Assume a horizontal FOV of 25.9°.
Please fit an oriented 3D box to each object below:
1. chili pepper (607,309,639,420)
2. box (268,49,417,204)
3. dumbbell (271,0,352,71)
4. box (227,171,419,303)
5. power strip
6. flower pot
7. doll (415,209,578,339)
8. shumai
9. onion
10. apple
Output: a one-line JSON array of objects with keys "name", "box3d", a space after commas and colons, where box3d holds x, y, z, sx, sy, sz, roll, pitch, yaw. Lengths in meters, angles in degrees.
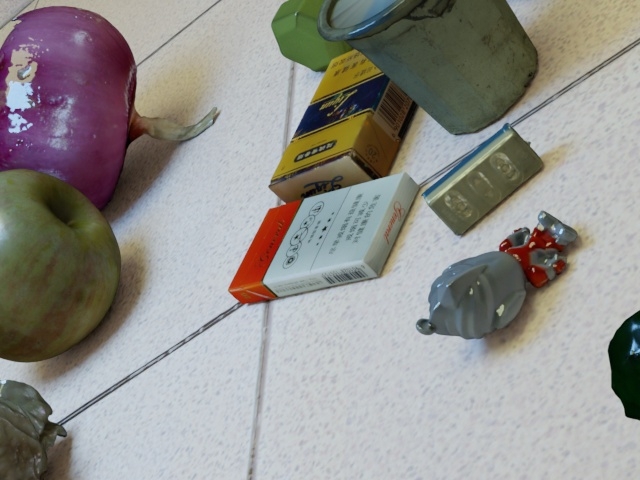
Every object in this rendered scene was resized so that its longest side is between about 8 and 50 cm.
[{"name": "chili pepper", "box3d": [0.319, 0.091, 0.905, 0.165, 0.174, 0.261, -34, 13, -39]}, {"name": "box", "box3d": [0.044, -0.152, 1.757, 0.152, 0.070, 0.237, -17, 37, 45]}, {"name": "dumbbell", "box3d": [0.030, -0.384, 2.052, 0.108, 0.121, 0.302, 8, 53, 24]}, {"name": "box", "box3d": [0.000, 0.000, 1.640, 0.245, 0.035, 0.139, -16, 40, 47]}, {"name": "power strip", "box3d": [0.170, -0.064, 1.453, 0.123, 0.056, 0.032, -40, 25, 11]}, {"name": "flower pot", "box3d": [0.140, -0.244, 1.586, 0.212, 0.202, 0.212, -36, 28, 23]}, {"name": "doll", "box3d": [0.165, 0.037, 1.309, 0.180, 0.079, 0.094, -37, 49, -9]}, {"name": "shumai", "box3d": [-0.387, 0.285, 1.736, 0.183, 0.218, 0.185, -13, 2, 40]}, {"name": "onion", "box3d": [-0.397, -0.178, 2.225, 0.358, 0.345, 0.358, -52, 10, 14]}, {"name": "apple", "box3d": [-0.413, 0.039, 1.957, 0.234, 0.256, 0.257, -50, 23, 24]}]
